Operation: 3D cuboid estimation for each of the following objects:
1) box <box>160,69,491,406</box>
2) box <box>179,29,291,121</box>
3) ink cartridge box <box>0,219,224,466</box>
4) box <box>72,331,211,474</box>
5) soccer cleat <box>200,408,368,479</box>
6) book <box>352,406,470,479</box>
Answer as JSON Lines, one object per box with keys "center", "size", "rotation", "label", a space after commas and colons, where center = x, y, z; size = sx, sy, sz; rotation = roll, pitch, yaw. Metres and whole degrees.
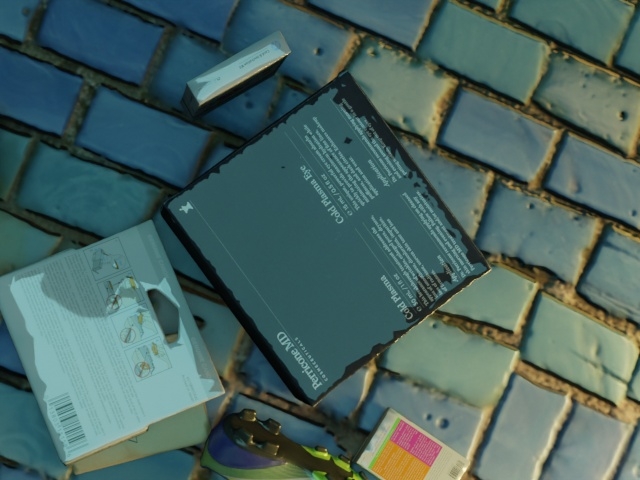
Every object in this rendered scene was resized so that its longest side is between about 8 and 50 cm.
{"center": [0.000, 0.000, 1.811], "size": [0.312, 0.179, 0.343], "rotation": [-36, 92, -10], "label": "box"}
{"center": [-0.121, -0.225, 1.802], "size": [0.145, 0.186, 0.038], "rotation": [-31, 92, -9], "label": "box"}
{"center": [-0.294, 0.138, 1.800], "size": [0.239, 0.060, 0.275], "rotation": [-22, 80, -12], "label": "ink cartridge box"}
{"center": [-0.265, 0.227, 1.838], "size": [0.201, 0.021, 0.164], "rotation": [-12, 89, -9], "label": "box"}
{"center": [-0.038, 0.346, 1.845], "size": [0.289, 0.093, 0.121], "rotation": [33, 118, -12], "label": "soccer cleat"}
{"center": [0.133, 0.321, 1.886], "size": [0.144, 0.035, 0.096], "rotation": [35, 79, -5], "label": "book"}
